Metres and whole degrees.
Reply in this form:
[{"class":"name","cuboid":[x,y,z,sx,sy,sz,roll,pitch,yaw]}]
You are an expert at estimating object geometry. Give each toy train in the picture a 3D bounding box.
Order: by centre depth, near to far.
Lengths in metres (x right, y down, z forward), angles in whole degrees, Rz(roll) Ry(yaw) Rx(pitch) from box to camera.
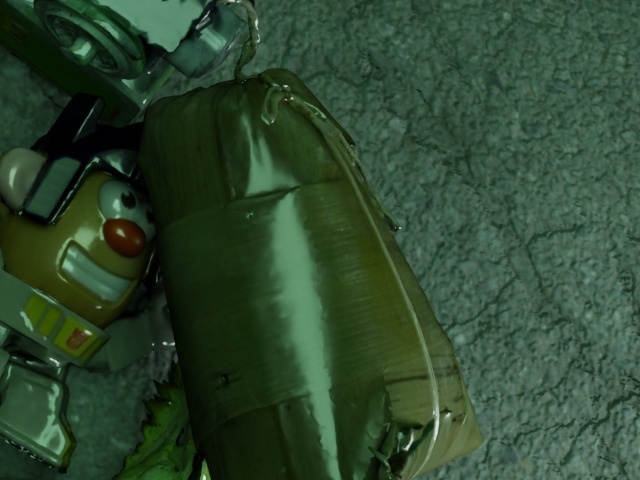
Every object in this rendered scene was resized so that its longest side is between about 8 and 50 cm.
[{"class":"toy train","cuboid":[-0.205,-0.235,1.387,0.307,0.249,0.173,38,75,-10]}]

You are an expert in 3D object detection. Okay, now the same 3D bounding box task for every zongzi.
[{"class":"zongzi","cuboid":[0.000,0.000,1.380,0.418,0.181,0.447,-3,80,-65]}]

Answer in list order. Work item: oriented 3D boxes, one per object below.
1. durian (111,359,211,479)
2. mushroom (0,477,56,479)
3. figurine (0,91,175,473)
[{"class":"durian","cuboid":[-0.116,0.247,1.367,0.158,0.169,0.352,27,57,-1]},{"class":"mushroom","cuboid":[-0.378,0.247,1.291,0.407,0.137,0.154,5,113,-21]},{"class":"figurine","cuboid":[-0.210,0.025,1.378,0.143,0.308,0.308,20,69,25]}]
